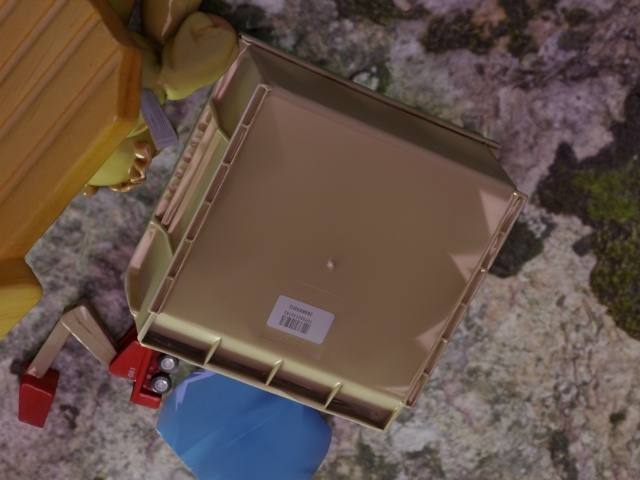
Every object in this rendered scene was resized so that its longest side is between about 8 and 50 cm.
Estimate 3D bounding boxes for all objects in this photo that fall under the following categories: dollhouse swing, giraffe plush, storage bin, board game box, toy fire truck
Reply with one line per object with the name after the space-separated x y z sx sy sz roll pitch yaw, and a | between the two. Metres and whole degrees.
-0.367 -0.106 1.380 0.315 0.347 0.305 -8 144 -43 | dollhouse swing
-0.171 -0.121 1.541 0.181 0.210 0.170 1 150 -18 | giraffe plush
0.000 0.000 1.579 0.262 0.123 0.260 22 107 -19 | storage bin
-0.072 0.175 1.736 0.133 0.033 0.169 -34 116 7 | board game box
-0.197 0.094 1.685 0.135 0.047 0.192 16 112 -8 | toy fire truck
